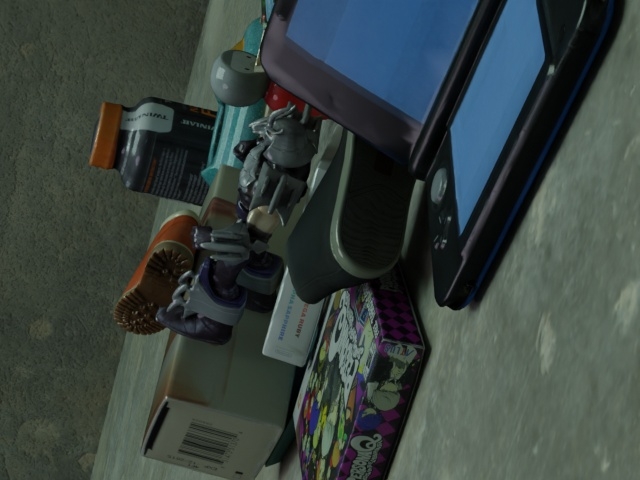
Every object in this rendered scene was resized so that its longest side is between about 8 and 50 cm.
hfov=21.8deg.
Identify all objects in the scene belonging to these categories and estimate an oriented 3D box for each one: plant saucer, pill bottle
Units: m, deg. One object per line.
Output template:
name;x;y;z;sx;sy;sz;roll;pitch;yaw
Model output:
plant saucer;-0.024;0.164;1.709;0.192;0.018;0.067;117;162;-51
pill bottle;-0.180;-0.116;2.206;0.130;0.245;0.130;-168;90;-79

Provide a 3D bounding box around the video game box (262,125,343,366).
video game box;0.000;0.000;1.582;0.205;0.048;0.187;-70;-1;-75

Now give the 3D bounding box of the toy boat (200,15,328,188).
toy boat;-0.078;-0.165;1.999;0.318;0.148;0.268;156;126;-77

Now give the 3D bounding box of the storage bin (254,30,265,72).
storage bin;0.040;-0.274;1.596;0.262;0.123;0.260;-147;70;-79

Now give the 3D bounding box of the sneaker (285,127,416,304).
sneaker;0.029;-0.057;1.400;0.118;0.083;0.222;-31;34;56

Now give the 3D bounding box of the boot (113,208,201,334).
boot;-0.169;0.035;1.765;0.158;0.059;0.085;-53;17;41

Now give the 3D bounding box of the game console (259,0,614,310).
game console;0.066;-0.142;1.183;0.250;0.173;0.293;-89;16;-48

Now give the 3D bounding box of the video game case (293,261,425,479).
video game case;0.028;0.124;1.423;0.232;0.041;0.210;-101;25;-64

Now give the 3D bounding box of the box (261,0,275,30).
box;0.043;-0.315;1.378;0.201;0.057;0.293;-18;60;26

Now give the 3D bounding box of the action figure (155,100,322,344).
action figure;-0.068;-0.020;1.570;0.185;0.099;0.285;-57;-8;-45

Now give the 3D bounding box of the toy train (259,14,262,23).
toy train;-0.027;-0.224;1.494;0.158;0.027;0.036;136;134;-69

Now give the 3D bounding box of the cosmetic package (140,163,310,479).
cosmetic package;-0.090;0.087;1.768;0.153;0.129;0.296;116;168;-54
